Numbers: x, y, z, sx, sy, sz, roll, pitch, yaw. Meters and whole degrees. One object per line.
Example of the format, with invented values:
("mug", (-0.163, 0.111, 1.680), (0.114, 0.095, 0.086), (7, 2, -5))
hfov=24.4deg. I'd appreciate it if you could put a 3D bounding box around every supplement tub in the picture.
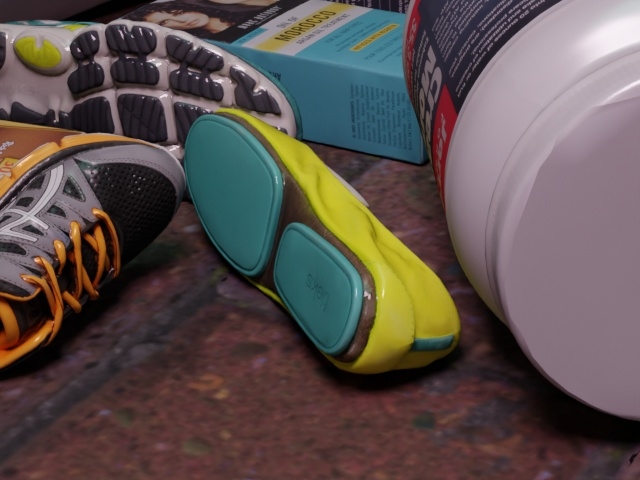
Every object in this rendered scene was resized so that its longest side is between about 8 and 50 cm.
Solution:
("supplement tub", (0.146, -0.057, 0.715), (0.191, 0.191, 0.272), (-5, 28, -1))

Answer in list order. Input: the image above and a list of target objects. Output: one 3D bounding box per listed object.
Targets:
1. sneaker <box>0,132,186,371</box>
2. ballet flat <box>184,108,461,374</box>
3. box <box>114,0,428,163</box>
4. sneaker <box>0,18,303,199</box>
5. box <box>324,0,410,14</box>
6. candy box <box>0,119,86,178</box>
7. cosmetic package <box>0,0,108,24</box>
("sneaker", (-0.149, 0.019, 0.740), (0.215, 0.084, 0.083), (-33, 41, -27))
("ballet flat", (0.000, 0.000, 0.772), (0.077, 0.077, 0.231), (5, 24, -30))
("box", (-0.012, -0.118, 0.990), (0.244, 0.060, 0.100), (15, 33, 31))
("sneaker", (-0.118, -0.101, 0.935), (0.275, 0.107, 0.110), (17, 27, 34))
("box", (0.053, -0.221, 1.125), (0.207, 0.108, 0.153), (-11, 28, -13))
("candy box", (-0.240, -0.034, 0.874), (0.186, 0.053, 0.109), (11, 31, 23))
("cosmetic package", (-0.157, -0.343, 1.181), (0.453, 0.161, 0.230), (-29, 73, -27))
